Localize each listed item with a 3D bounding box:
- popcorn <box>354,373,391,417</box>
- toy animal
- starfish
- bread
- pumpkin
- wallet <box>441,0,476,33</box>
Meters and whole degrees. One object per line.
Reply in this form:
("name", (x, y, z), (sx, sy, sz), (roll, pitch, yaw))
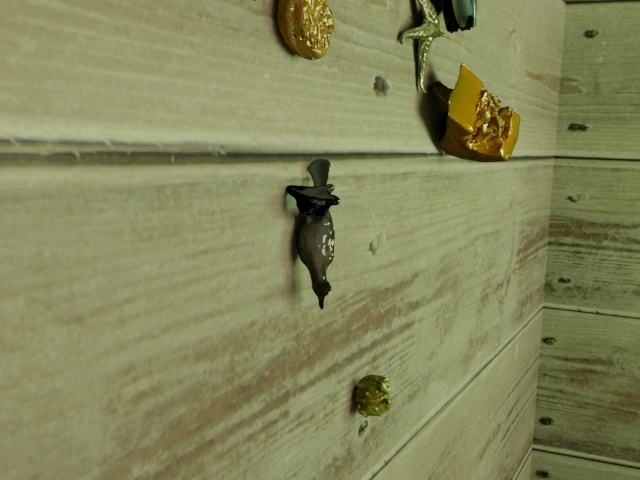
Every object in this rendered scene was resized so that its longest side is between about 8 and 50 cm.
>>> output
("popcorn", (0.087, 0.255, 1.349), (0.068, 0.060, 0.083), (-89, -173, -60))
("toy animal", (-0.001, -0.003, 1.090), (0.105, 0.070, 0.202), (-64, 151, -77))
("starfish", (0.192, -0.378, 1.478), (0.223, 0.050, 0.216), (-37, 136, -53))
("bread", (-0.018, -0.275, 1.019), (0.111, 0.044, 0.083), (44, 57, -64))
("pumpkin", (0.286, -0.245, 1.632), (0.248, 0.126, 0.131), (33, 72, -43))
("wallet", (0.251, -0.532, 1.518), (0.176, 0.075, 0.250), (-79, 160, -48))
